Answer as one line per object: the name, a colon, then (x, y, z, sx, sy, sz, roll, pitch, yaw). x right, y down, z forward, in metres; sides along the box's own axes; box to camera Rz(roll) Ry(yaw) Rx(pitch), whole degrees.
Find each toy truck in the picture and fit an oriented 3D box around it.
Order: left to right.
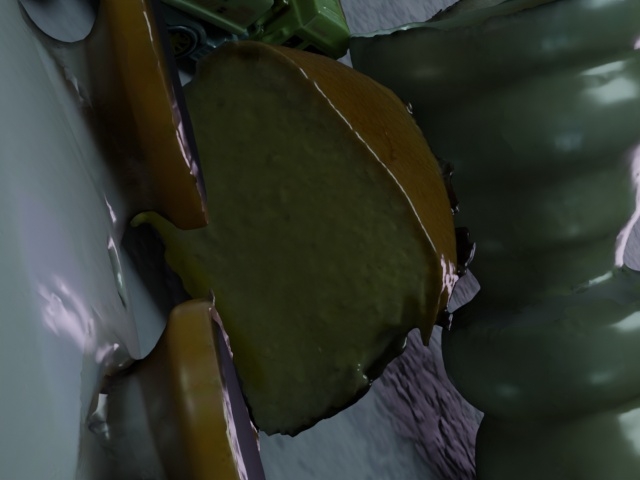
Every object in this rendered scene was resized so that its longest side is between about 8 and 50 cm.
toy truck: (-0.047, -0.143, 0.860, 0.169, 0.100, 0.077, 26, 42, -51)

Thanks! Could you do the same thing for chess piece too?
chess piece: (0.133, 0.026, 0.882, 0.182, 0.182, 0.330, -30, 110, -66)

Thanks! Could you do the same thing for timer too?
timer: (-0.145, 0.029, 0.414, 0.233, 0.240, 0.233, 166, -90, -88)

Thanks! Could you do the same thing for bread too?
bread: (0.000, 0.000, 0.753, 0.160, 0.140, 0.169, 59, 23, 13)

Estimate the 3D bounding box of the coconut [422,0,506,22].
coconut: (0.125, -0.067, 1.033, 0.171, 0.171, 0.183, 5, 54, -62)
